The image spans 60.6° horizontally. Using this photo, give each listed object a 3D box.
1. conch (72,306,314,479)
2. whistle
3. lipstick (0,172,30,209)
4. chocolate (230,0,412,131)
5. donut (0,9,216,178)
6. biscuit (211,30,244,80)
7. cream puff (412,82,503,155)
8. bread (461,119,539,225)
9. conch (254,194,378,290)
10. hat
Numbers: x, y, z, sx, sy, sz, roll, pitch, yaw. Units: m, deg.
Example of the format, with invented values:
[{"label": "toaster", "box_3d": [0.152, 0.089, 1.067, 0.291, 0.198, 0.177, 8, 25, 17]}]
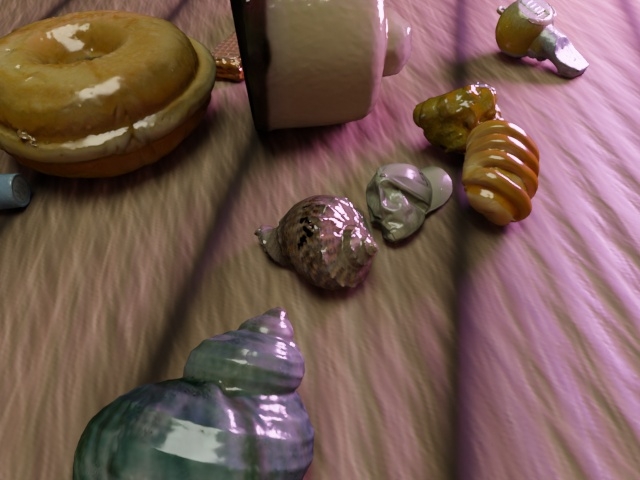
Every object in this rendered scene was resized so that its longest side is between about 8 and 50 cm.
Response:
[{"label": "conch", "box_3d": [-0.111, 0.188, 0.554, 0.277, 0.195, 0.220, -56, 29, -9]}, {"label": "whistle", "box_3d": [0.441, -0.403, 1.113, 0.123, 0.123, 0.223, -34, 72, -24]}, {"label": "lipstick", "box_3d": [-0.646, -0.074, 0.938, 0.274, 0.061, 0.068, -5, 47, 2]}, {"label": "chocolate", "box_3d": [-0.006, -0.363, 0.977, 0.297, 0.314, 0.326, -10, 65, -10]}, {"label": "donut", "box_3d": [-0.415, -0.285, 1.021, 0.448, 0.198, 0.449, -3, 46, 3]}, {"label": "biscuit", "box_3d": [-0.142, -0.491, 1.288, 0.094, 0.054, 0.379, 10, 48, 18]}, {"label": "cream puff", "box_3d": [0.234, -0.195, 0.916, 0.146, 0.116, 0.146, -20, 9, 3]}, {"label": "bread", "box_3d": [0.274, -0.103, 0.819, 0.119, 0.084, 0.177, 34, 50, -18]}, {"label": "conch", "box_3d": [0.000, 0.000, 0.780, 0.207, 0.130, 0.155, 2, 7, 40]}, {"label": "hat", "box_3d": [0.138, -0.076, 0.838, 0.166, 0.081, 0.122, -24, 49, -29]}]
